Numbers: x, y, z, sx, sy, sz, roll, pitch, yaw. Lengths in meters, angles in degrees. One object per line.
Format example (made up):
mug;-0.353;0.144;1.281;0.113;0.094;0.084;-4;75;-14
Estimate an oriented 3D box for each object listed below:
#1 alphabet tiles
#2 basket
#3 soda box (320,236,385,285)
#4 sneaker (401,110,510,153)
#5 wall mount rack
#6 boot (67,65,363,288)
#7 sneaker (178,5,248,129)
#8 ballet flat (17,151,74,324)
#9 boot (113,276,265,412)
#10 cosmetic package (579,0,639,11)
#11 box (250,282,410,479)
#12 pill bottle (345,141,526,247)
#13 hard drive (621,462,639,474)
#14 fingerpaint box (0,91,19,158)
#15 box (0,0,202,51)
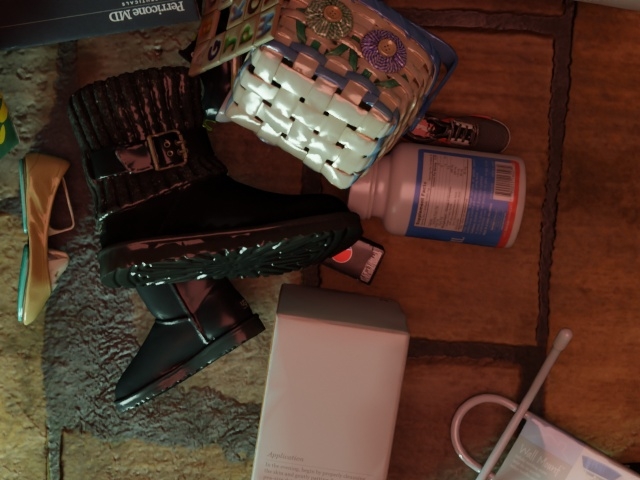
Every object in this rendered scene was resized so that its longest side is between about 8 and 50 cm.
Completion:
alphabet tiles;-0.083;-0.322;1.321;0.009;0.198;0.237;19;75;-30
basket;0.033;-0.219;1.383;0.255;0.289;0.201;29;130;-4
soda box;0.000;0.000;1.507;0.169;0.060;0.053;25;96;-3
sneaker;0.174;-0.139;1.485;0.158;0.065;0.061;6;98;-1
wall mount rack;0.344;0.287;1.473;0.350;0.130;0.304;30;102;12
boot;-0.131;-0.091;1.410;0.348;0.131;0.260;-5;72;-16
sneaker;-0.139;-0.260;1.457;0.097;0.084;0.235;-4;98;3
ballet flat;-0.365;0.000;1.500;0.073;0.080;0.232;1;100;-15
boot;-0.217;0.089;1.506;0.246;0.094;0.207;-33;86;18
cosmetic package;0.212;-0.441;1.361;0.453;0.161;0.230;8;79;-3
box;0.002;0.251;1.465;0.168;0.215;0.345;9;98;-1
pill bottle;0.147;-0.062;1.467;0.221;0.124;0.124;7;98;0
hard drive;0.563;0.423;1.571;0.339;0.064;0.237;-3;99;-1
fingerpaint box;-0.640;-0.141;1.277;0.445;0.163;0.371;32;63;20
box;-0.334;-0.409;1.329;0.343;0.179;0.312;-8;125;1
